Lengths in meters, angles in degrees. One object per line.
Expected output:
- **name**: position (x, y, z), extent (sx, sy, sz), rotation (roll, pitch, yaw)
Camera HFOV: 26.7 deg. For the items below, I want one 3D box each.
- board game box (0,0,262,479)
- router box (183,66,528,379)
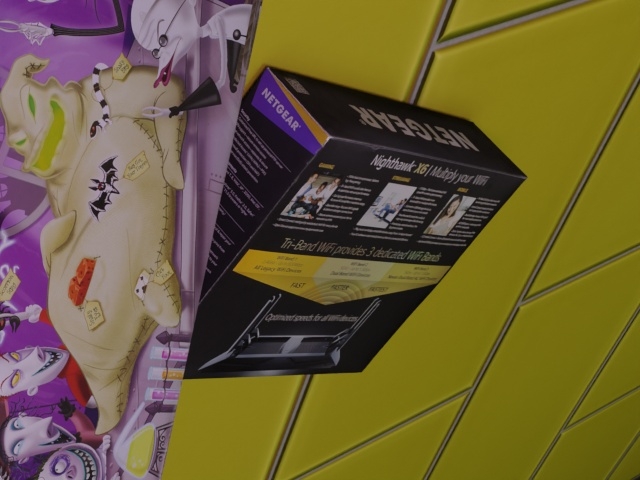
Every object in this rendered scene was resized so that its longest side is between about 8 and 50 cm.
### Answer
- **board game box**: position (-0.139, -0.021, 0.685), extent (0.208, 0.056, 0.346), rotation (9, 93, -44)
- **router box**: position (0.000, 0.000, 1.078), extent (0.243, 0.081, 0.309), rotation (-51, 152, 20)
